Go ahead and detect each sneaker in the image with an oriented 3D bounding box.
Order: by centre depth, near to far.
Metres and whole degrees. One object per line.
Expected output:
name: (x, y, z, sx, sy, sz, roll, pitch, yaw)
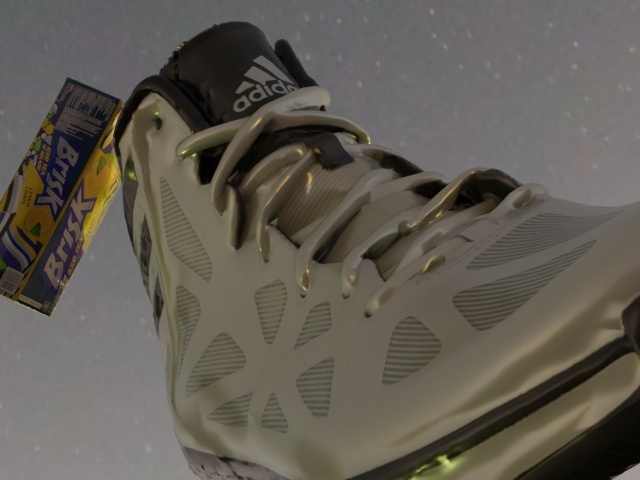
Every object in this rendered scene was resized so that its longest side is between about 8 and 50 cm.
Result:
sneaker: (-0.001, 0.000, 0.513, 0.169, 0.257, 0.447, -21, -6, -27)

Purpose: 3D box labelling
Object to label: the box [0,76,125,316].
box: (-0.197, -0.031, 0.875, 0.168, 0.054, 0.059, -63, -21, -8)
